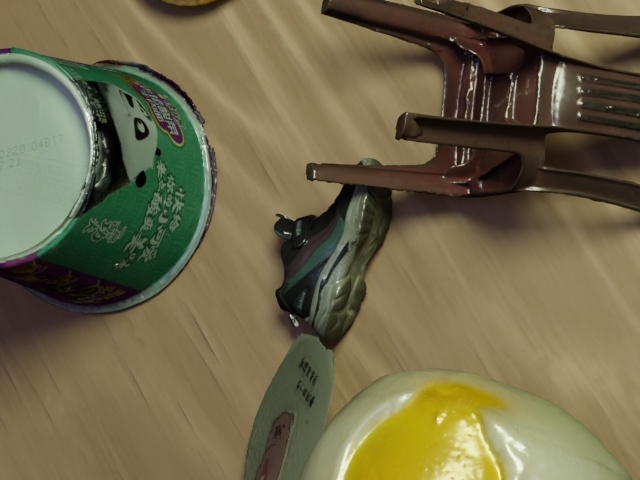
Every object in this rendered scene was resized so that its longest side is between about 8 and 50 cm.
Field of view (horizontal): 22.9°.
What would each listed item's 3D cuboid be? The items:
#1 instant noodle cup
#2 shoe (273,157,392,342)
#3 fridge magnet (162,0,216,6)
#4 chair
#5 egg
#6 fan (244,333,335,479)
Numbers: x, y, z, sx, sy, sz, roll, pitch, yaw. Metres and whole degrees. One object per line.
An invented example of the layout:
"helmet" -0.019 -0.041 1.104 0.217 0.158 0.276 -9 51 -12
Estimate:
"instant noodle cup" -0.245 -0.063 1.448 0.251 0.190 0.251 -2 83 20
"shoe" 0.000 0.000 1.422 0.099 0.071 0.169 19 93 25
"fridge magnet" -0.122 -0.292 1.498 0.143 0.063 0.143 -2 83 16
"chair" 0.177 -0.117 1.346 0.326 0.183 0.176 9 85 -24
"egg" 0.107 0.272 1.238 0.283 0.283 0.345 11 96 20
"fan" -0.056 0.228 1.379 0.010 0.182 0.310 19 97 -18
